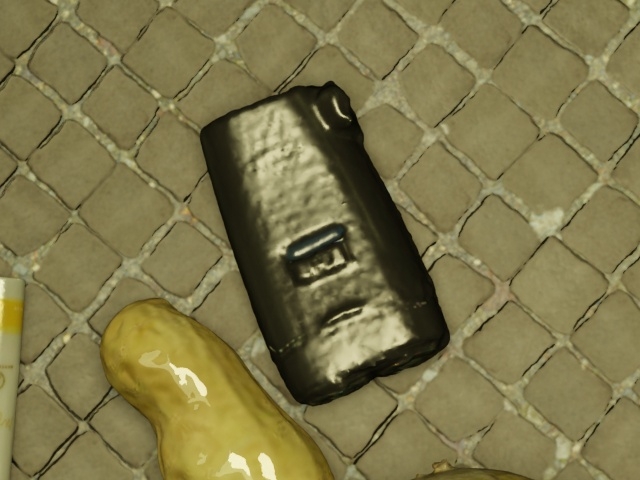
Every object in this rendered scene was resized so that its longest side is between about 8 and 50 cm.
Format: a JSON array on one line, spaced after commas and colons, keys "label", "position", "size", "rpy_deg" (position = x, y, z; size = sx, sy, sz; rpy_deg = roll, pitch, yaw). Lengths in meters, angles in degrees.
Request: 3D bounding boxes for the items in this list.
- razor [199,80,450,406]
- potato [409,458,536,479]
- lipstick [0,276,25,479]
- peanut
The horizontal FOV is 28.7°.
[{"label": "razor", "position": [0.000, -0.001, 1.326], "size": [0.189, 0.107, 0.327], "rpy_deg": [-22, 82, 3]}, {"label": "potato", "position": [0.171, 0.379, 1.130], "size": [0.442, 0.385, 0.320], "rpy_deg": [10, 74, 40]}, {"label": "lipstick", "position": [-0.360, 0.172, 1.362], "size": [0.059, 0.059, 0.264], "rpy_deg": [2, 84, 5]}, {"label": "peanut", "position": [-0.113, 0.198, 1.299], "size": [0.147, 0.147, 0.319], "rpy_deg": [-42, 85, -1]}]
